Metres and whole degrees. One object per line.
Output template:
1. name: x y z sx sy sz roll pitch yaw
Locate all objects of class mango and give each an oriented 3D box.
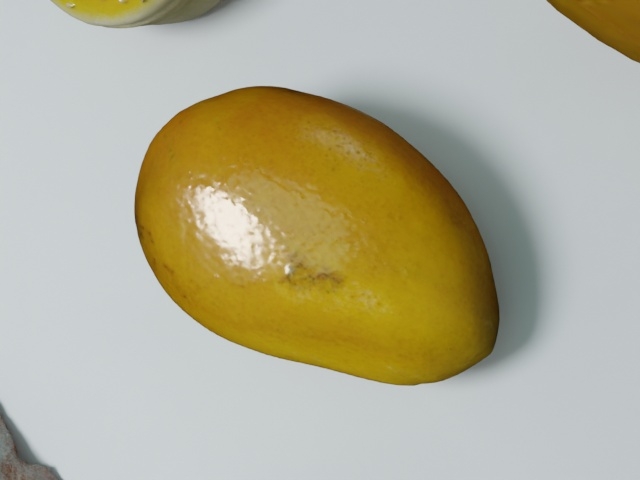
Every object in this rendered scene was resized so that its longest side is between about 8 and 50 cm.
1. mango: 0.000 0.000 0.604 0.219 0.112 0.145 28 91 12

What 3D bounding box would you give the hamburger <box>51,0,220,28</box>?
1. hamburger: -0.128 -0.229 0.692 0.210 0.116 0.173 42 99 24

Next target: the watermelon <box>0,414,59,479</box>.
1. watermelon: -0.241 0.200 0.695 0.207 0.136 0.202 -25 29 43

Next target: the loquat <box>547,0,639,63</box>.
1. loquat: 0.210 -0.215 0.452 0.328 0.328 0.329 -4 78 21
